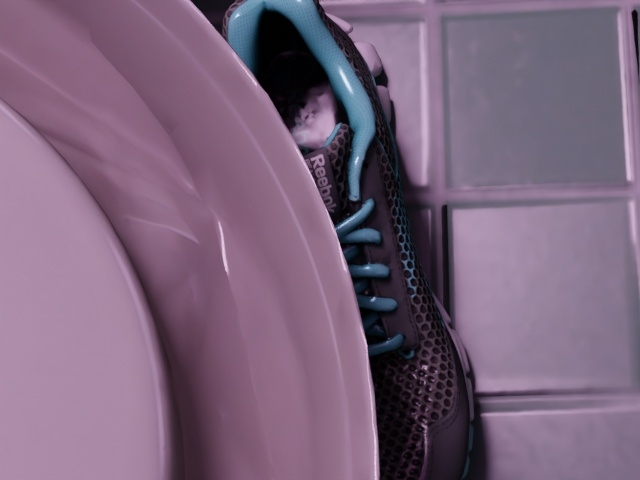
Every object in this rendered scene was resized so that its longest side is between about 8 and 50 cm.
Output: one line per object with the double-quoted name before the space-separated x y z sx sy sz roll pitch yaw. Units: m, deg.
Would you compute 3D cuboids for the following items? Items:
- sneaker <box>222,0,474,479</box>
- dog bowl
"sneaker" 0.000 0.000 0.488 0.065 0.076 0.166 -18 73 4
"dog bowl" -0.163 0.062 0.426 0.348 0.102 0.349 3 69 -9
